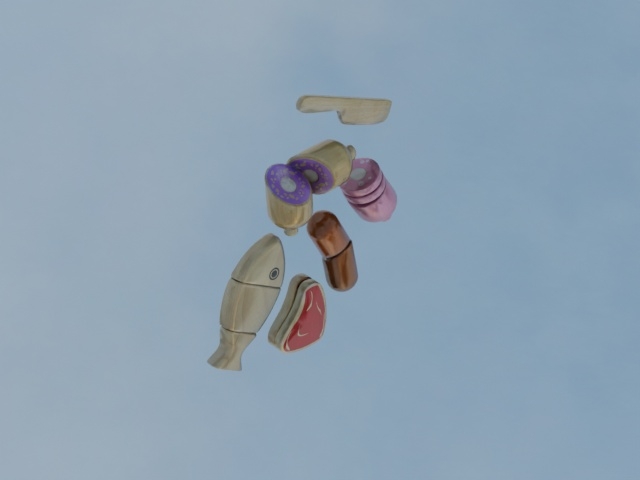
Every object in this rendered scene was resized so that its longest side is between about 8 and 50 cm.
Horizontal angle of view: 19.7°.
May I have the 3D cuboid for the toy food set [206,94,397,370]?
[{"bbox_3d":[0.000,0.000,0.775,0.019,0.078,0.122,30,-68,38],"label":"toy food set"}]
